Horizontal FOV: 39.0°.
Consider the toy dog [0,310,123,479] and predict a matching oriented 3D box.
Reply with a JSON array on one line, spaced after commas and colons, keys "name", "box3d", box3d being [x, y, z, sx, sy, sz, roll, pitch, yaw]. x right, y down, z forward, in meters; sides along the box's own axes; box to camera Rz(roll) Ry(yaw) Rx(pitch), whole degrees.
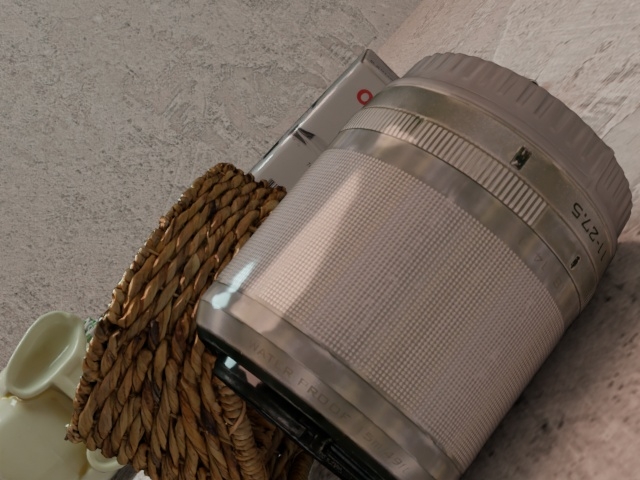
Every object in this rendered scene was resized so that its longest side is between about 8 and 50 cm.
[{"name": "toy dog", "box3d": [-0.487, 0.367, 1.628, 0.395, 0.285, 0.408, -58, 9, -26]}]

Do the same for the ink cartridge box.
[{"name": "ink cartridge box", "box3d": [0.035, -0.067, 1.156, 0.289, 0.211, 0.121, -44, 10, 19]}]

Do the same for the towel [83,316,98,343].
[{"name": "towel", "box3d": [-0.532, 0.361, 1.950, 0.038, 0.248, 0.325, 6, 45, 31]}]

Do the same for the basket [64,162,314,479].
[{"name": "basket", "box3d": [-0.062, 0.078, 0.851, 0.299, 0.223, 0.213, -62, -3, -56]}]

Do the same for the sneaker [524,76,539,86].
[{"name": "sneaker", "box3d": [0.238, -0.170, 1.161, 0.109, 0.040, 0.044, -49, 12, 0]}]

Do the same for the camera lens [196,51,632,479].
[{"name": "camera lens", "box3d": [0.063, 0.032, 0.652, 0.274, 0.219, 0.219, -51, 11, -12]}]
